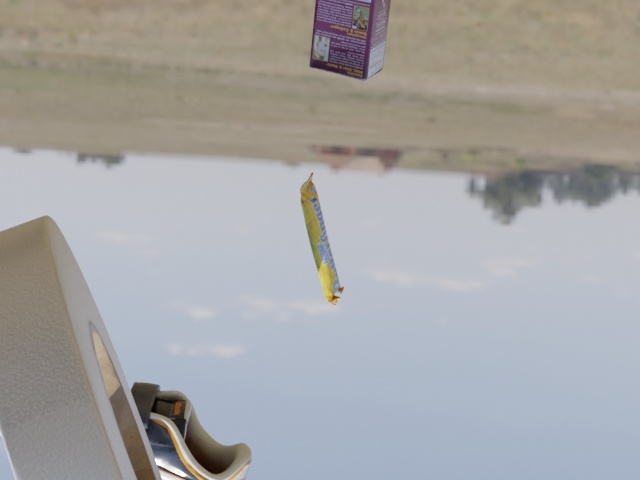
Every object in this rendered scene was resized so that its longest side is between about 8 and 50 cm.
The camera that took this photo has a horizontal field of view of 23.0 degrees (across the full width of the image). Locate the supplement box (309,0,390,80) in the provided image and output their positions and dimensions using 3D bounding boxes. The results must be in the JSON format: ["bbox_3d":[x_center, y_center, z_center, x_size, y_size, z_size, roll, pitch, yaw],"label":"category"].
[{"bbox_3d":[0.026,-0.183,1.326,0.055,0.083,0.043,16,-154,20],"label":"supplement box"}]

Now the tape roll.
[{"bbox_3d":[-0.177,0.171,1.230,0.072,0.392,0.392,-20,-174,-4],"label":"tape roll"}]

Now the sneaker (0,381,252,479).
[{"bbox_3d":[-0.228,0.213,1.807,0.321,0.127,0.126,29,-161,-10],"label":"sneaker"}]

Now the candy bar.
[{"bbox_3d":[0.000,0.000,1.817,0.018,0.161,0.040,-4,-152,21],"label":"candy bar"}]
